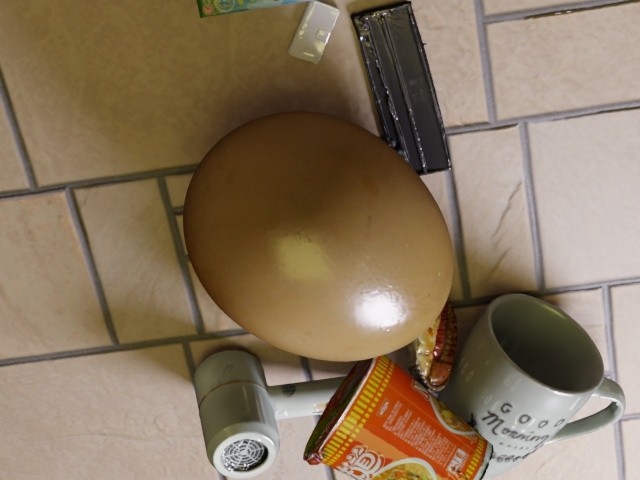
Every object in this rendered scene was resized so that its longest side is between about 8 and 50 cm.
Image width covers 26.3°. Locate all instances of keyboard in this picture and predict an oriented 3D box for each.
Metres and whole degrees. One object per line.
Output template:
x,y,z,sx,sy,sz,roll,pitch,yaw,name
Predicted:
0.112,-0.194,1.806,0.087,0.017,0.250,-12,119,10,keyboard

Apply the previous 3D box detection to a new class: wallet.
-0.009,-0.270,1.768,0.044,0.011,0.083,19,119,-10,wallet

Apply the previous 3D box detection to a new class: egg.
0.000,0.000,1.762,0.301,0.301,0.374,-39,120,22,egg

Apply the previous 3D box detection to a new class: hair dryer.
0.002,0.234,1.998,0.357,0.173,0.107,-8,129,-9,hair dryer

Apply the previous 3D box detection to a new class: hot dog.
0.152,0.115,1.911,0.053,0.192,0.099,-13,163,39,hot dog

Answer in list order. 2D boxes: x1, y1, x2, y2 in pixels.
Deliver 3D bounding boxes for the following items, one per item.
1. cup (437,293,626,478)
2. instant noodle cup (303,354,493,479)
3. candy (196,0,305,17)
0.299,0.232,1.962,0.258,0.186,0.234,19,127,-13,cup
0.112,0.276,1.857,0.212,0.193,0.193,34,117,-3,instant noodle cup
-0.064,-0.342,1.699,0.195,0.062,0.097,-8,121,8,candy
